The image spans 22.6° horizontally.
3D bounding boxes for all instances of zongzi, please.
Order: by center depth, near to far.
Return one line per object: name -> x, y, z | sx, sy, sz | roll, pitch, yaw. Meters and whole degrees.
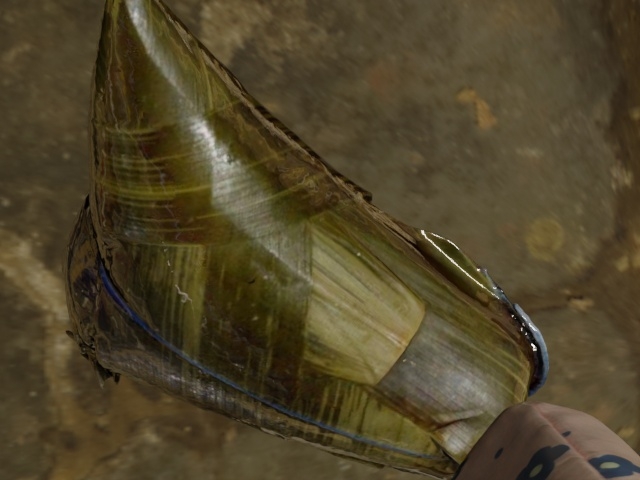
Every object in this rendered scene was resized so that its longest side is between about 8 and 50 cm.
zongzi -> 0.000, 0.000, 1.202 | 0.403, 0.432, 0.208 | 21, 56, 5

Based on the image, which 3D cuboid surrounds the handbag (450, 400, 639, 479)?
handbag -> 0.125, 0.200, 0.648 | 0.193, 0.251, 0.190 | 34, 93, -9
